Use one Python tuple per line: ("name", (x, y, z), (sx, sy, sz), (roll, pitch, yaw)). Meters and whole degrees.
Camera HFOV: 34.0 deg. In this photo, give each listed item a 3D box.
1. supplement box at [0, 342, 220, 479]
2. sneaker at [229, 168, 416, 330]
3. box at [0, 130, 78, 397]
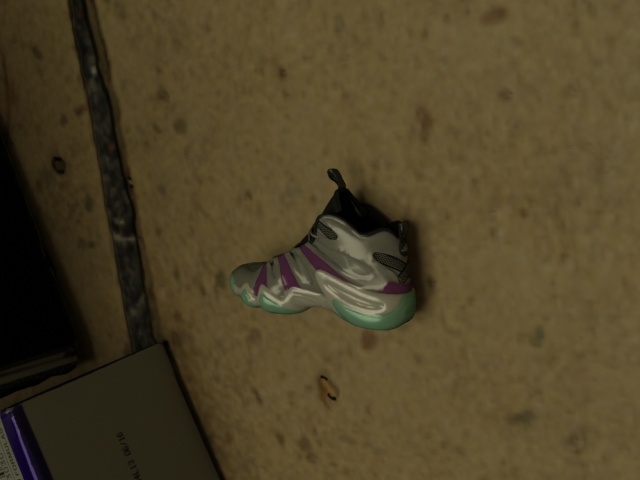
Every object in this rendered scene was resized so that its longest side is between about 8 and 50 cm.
("supplement box", (-0.173, 0.154, 0.621), (0.220, 0.114, 0.111), (-25, 88, 40))
("sneaker", (0.000, 0.000, 0.487), (0.098, 0.038, 0.069), (6, 106, 28))
("box", (-0.489, 0.051, 0.558), (0.471, 0.480, 0.297), (-24, 86, 30))
